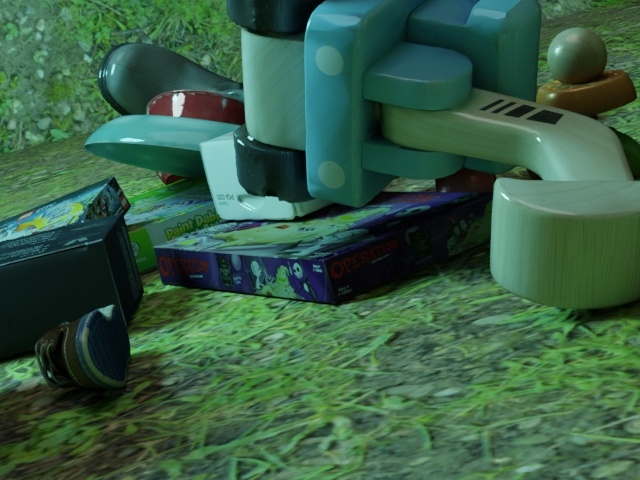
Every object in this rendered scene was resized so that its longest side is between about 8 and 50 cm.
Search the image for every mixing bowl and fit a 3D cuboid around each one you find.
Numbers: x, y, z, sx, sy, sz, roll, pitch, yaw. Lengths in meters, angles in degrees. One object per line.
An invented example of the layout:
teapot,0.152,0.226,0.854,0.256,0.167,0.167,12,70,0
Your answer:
mixing bowl,-0.153,-0.113,2.140,0.181,0.098,0.181,8,-23,4

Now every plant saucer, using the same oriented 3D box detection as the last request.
plant saucer,-0.122,-0.105,1.926,0.317,0.044,0.317,8,-4,1

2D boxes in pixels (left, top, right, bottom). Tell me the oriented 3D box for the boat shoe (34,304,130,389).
boat shoe,-0.199,0.097,1.340,0.066,0.066,0.183,-19,1,0

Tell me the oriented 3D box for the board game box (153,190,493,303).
board game box,0.000,0.000,1.600,0.208,0.056,0.347,-16,10,-31

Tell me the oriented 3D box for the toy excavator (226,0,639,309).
toy excavator,0.119,-0.118,1.381,0.445,0.222,0.433,12,31,24

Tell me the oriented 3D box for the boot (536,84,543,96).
boot,0.168,-0.159,2.054,0.206,0.090,0.248,-19,15,-32

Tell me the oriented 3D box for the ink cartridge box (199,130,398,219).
ink cartridge box,0.004,-0.096,1.724,0.218,0.092,0.158,-24,14,-34

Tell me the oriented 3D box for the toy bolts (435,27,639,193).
toy bolts,0.206,-0.132,1.686,0.228,0.159,0.218,-14,11,2

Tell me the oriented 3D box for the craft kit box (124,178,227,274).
craft kit box,-0.197,-0.016,1.923,0.246,0.061,0.250,-19,11,-33

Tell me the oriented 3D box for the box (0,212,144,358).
box,-0.267,0.045,1.591,0.156,0.093,0.158,-14,10,3

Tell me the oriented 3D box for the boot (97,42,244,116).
boot,-0.113,-0.195,2.187,0.338,0.118,0.222,18,-13,-36

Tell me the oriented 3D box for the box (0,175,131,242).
box,-0.339,0.016,1.788,0.233,0.044,0.159,-20,20,23
